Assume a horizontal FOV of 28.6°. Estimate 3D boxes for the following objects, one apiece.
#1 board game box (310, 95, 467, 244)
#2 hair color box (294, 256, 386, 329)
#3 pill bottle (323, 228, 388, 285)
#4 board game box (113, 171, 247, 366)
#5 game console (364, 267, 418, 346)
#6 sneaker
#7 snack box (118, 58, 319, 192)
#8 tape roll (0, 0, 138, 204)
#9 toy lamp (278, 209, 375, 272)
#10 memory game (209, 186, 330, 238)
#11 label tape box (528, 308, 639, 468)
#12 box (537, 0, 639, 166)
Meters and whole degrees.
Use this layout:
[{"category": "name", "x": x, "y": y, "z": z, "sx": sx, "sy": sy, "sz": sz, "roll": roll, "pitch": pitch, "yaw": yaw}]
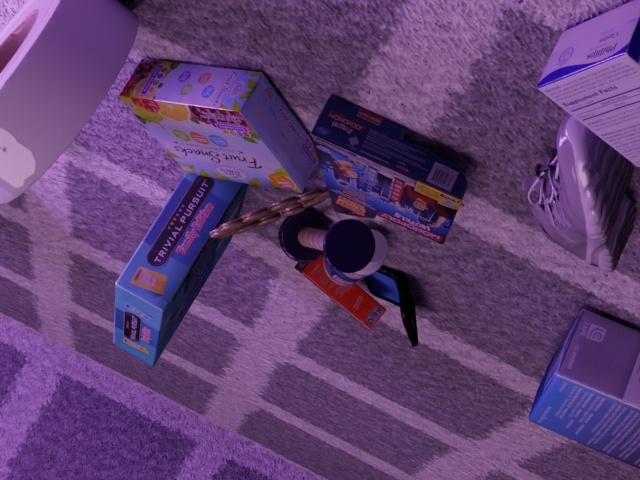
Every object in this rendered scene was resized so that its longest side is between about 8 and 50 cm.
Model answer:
[{"category": "board game box", "x": 0.080, "y": -0.074, "z": 1.544, "sx": 0.194, "sy": 0.060, "sz": 0.194, "roll": 25, "pitch": 160, "yaw": 5}, {"category": "hair color box", "x": 0.030, "y": 0.073, "z": 1.925, "sx": 0.141, "sy": 0.043, "sz": 0.072, "roll": 40, "pitch": 178, "yaw": -12}, {"category": "pill bottle", "x": 0.053, "y": 0.021, "z": 1.792, "sx": 0.067, "sy": 0.067, "sz": 0.120, "roll": 31, "pitch": 159, "yaw": -10}, {"category": "board game box", "x": -0.208, "y": 0.025, "z": 1.852, "sx": 0.079, "sy": 0.253, "sz": 0.336, "roll": 29, "pitch": 159, "yaw": 1}, {"category": "game console", "x": 0.103, "y": 0.096, "z": 1.910, "sx": 0.071, "sy": 0.107, "sz": 0.122, "roll": -8, "pitch": 151, "yaw": 10}, {"category": "sneaker", "x": 0.261, "y": -0.049, "z": 1.321, "sx": 0.115, "sy": 0.105, "sz": 0.281, "roll": 18, "pitch": 158, "yaw": 22}, {"category": "snack box", "x": -0.126, "y": -0.147, "z": 1.607, "sx": 0.207, "sy": 0.070, "sz": 0.174, "roll": 13, "pitch": 155, "yaw": 35}, {"category": "tape roll", "x": -0.340, "y": -0.183, "z": 1.475, "sx": 0.100, "sy": 0.286, "sz": 0.286, "roll": 38, "pitch": 157, "yaw": -25}, {"category": "toy lamp", "x": 0.000, "y": 0.000, "z": 1.729, "sx": 0.080, "sy": 0.080, "sz": 0.275, "roll": 34, "pitch": 176, "yaw": -17}, {"category": "memory game", "x": -0.061, "y": -0.037, "z": 1.683, "sx": 0.186, "sy": 0.186, "sz": 0.012, "roll": -27, "pitch": 84, "yaw": 65}, {"category": "label tape box", "x": 0.483, "y": 0.242, "z": 1.740, "sx": 0.348, "sy": 0.115, "sz": 0.249, "roll": 21, "pitch": 159, "yaw": 8}, {"category": "box", "x": 0.290, "y": -0.139, "z": 1.118, "sx": 0.137, "sy": 0.072, "sz": 0.126, "roll": 34, "pitch": 159, "yaw": -19}]
